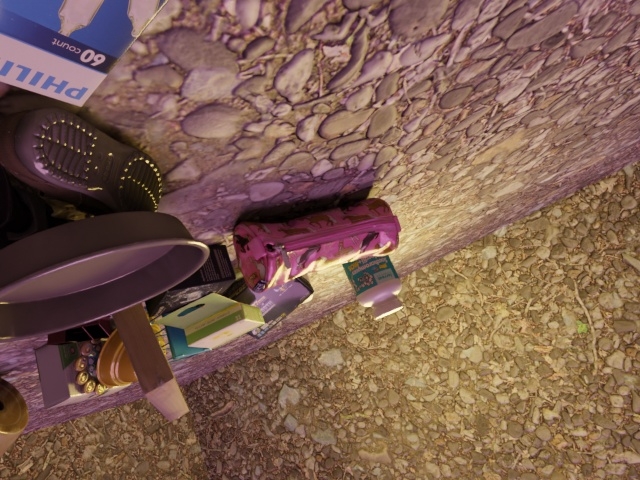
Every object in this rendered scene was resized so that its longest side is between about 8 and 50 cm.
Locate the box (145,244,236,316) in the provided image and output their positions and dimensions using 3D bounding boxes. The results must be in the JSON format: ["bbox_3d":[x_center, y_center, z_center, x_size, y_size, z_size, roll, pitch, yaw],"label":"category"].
[{"bbox_3d":[-0.299,0.090,0.910,0.158,0.093,0.156,-7,157,-40],"label":"box"}]

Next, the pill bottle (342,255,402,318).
[{"bbox_3d":[0.157,0.101,1.249,0.146,0.264,0.146,-22,163,-7],"label":"pill bottle"}]

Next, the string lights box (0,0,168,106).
[{"bbox_3d":[-0.146,-0.205,0.234,0.259,0.077,0.133,-32,163,26],"label":"string lights box"}]

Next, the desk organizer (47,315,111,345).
[{"bbox_3d":[-0.562,0.209,0.944,0.130,0.050,0.047,-10,164,4],"label":"desk organizer"}]

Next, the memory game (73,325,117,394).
[{"bbox_3d":[-0.592,0.326,1.106,0.012,0.187,0.186,0,169,16],"label":"memory game"}]

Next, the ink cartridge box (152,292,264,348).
[{"bbox_3d":[-0.266,0.206,1.007,0.171,0.056,0.235,-27,158,9],"label":"ink cartridge box"}]

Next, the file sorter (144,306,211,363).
[{"bbox_3d":[-0.399,0.245,1.119,0.104,0.171,0.118,-31,162,31],"label":"file sorter"}]

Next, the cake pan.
[{"bbox_3d":[-0.294,0.047,0.528,0.292,0.054,0.293,-26,170,-5],"label":"cake pan"}]

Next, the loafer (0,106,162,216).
[{"bbox_3d":[-0.269,-0.080,0.473,0.087,0.095,0.251,10,166,7],"label":"loafer"}]

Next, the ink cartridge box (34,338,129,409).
[{"bbox_3d":[-0.664,0.364,1.145,0.092,0.161,0.219,-26,164,10],"label":"ink cartridge box"}]

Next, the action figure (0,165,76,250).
[{"bbox_3d":[-0.355,0.001,0.570,0.185,0.099,0.285,-31,167,-1],"label":"action figure"}]

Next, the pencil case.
[{"bbox_3d":[0.000,0.000,0.928,0.385,0.167,0.160,-13,128,-31],"label":"pencil case"}]

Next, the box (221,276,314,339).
[{"bbox_3d":[-0.159,0.164,1.160,0.232,0.059,0.183,-40,130,5],"label":"box"}]

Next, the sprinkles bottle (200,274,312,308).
[{"bbox_3d":[-0.204,0.187,1.283,0.354,0.121,0.121,-16,162,-23],"label":"sprinkles bottle"}]

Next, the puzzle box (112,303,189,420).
[{"bbox_3d":[-0.363,0.223,0.847,0.052,0.272,0.409,-23,160,-25],"label":"puzzle box"}]

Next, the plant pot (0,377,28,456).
[{"bbox_3d":[-0.949,0.508,1.036,0.280,0.323,0.323,-38,165,-9],"label":"plant pot"}]

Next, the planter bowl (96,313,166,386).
[{"bbox_3d":[-0.501,0.322,1.134,0.217,0.090,0.217,-55,156,-40],"label":"planter bowl"}]
